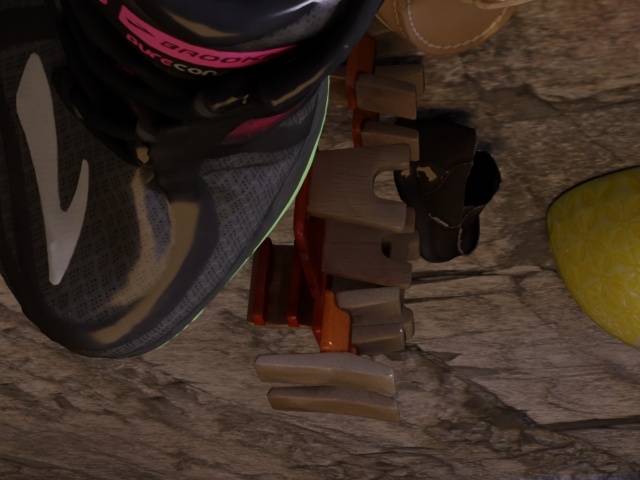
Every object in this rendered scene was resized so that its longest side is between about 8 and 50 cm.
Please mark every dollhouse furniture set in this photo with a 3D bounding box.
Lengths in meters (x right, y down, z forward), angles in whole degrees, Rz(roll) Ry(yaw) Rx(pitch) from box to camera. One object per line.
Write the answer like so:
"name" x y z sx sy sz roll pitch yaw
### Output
"dollhouse furniture set" 0.000 0.000 1.128 0.135 0.262 0.259 3 160 6

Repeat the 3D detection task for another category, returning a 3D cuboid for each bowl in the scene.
"bowl" 0.355 0.045 1.429 0.290 0.156 0.289 1 163 0

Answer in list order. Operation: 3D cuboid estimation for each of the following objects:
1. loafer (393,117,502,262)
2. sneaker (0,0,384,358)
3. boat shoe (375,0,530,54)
"loafer" 0.115 -0.037 1.309 0.078 0.080 0.220 -2 162 13
"sneaker" -0.059 -0.117 0.628 0.185 0.202 0.482 27 130 1
"boat shoe" 0.081 -0.169 0.790 0.122 0.110 0.341 -25 162 -6
